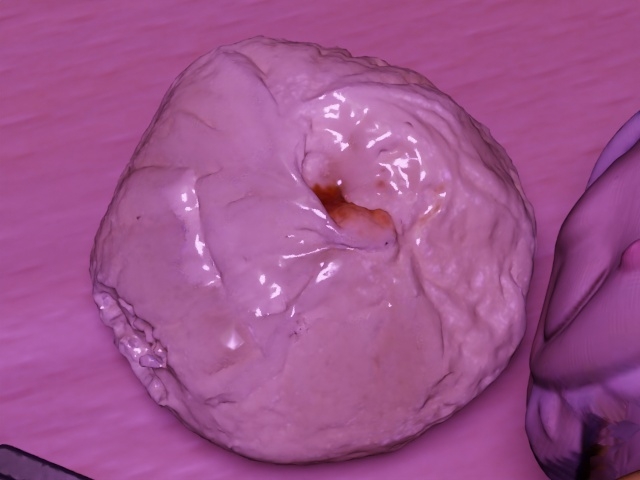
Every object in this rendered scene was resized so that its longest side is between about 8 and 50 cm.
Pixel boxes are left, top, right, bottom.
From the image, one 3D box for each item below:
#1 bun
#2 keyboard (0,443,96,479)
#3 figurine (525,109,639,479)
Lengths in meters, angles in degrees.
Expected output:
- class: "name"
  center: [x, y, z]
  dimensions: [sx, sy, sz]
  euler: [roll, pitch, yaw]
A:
- class: "bun"
  center: [0.000, 0.000, 0.816]
  dimensions: [0.220, 0.134, 0.220]
  euler: [2, 69, -4]
- class: "keyboard"
  center: [-0.076, 0.182, 0.812]
  dimensions: [0.262, 0.016, 0.106]
  euler: [21, 71, 7]
- class: "figurine"
  center: [0.284, 0.007, 0.756]
  dimensions: [0.361, 0.266, 0.377]
  euler: [12, 71, -2]
